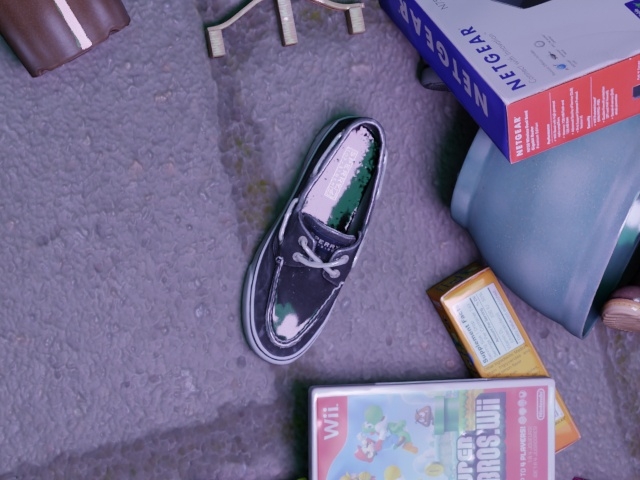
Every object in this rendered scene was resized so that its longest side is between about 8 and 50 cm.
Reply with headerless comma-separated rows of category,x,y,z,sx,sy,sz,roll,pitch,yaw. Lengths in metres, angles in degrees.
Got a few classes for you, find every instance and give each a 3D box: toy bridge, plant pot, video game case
toy bridge,-0.040,-0.255,1.641,0.188,0.026,0.063,-12,93,-11
plant pot,-0.297,-0.273,1.526,0.167,0.167,0.165,-31,105,-9
video game case,0.128,0.259,1.612,0.285,0.025,0.204,-1,93,-13
plant pot,0.267,-0.061,1.603,0.196,0.293,0.293,25,86,15

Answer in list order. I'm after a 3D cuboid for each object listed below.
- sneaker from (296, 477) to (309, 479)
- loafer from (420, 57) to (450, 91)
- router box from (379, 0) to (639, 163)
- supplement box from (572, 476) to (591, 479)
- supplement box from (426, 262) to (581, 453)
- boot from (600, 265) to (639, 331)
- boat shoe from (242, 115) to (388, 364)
sneaker,-0.030,0.306,1.647,0.235,0.084,0.097,21,68,-14
loafer,0.249,-0.216,1.671,0.268,0.096,0.084,0,86,-10
router box,0.261,-0.255,1.559,0.301,0.335,0.082,-22,134,-11
supplement box,0.341,0.406,1.698,0.111,0.114,0.220,16,90,-11
supplement box,0.214,0.144,1.681,0.080,0.078,0.233,-27,96,-7
boot,0.397,0.007,1.658,0.090,0.248,0.206,6,86,31
boat shoe,0.000,0.000,1.618,0.108,0.102,0.301,25,86,-11
